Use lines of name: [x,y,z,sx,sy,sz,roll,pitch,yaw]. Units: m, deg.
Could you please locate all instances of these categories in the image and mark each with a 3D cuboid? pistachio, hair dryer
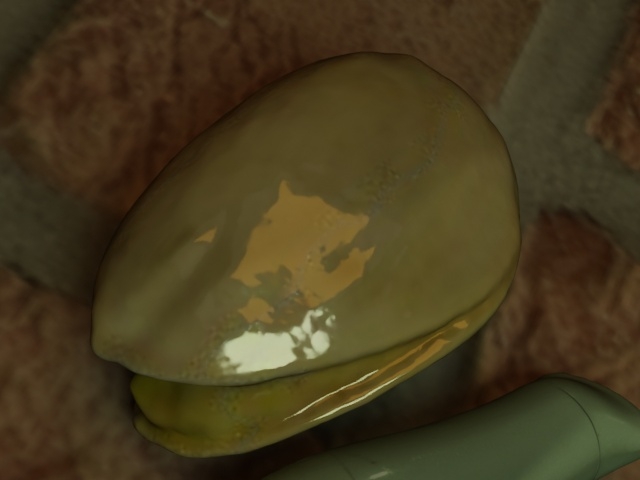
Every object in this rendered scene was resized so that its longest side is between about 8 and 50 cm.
pistachio: [0.000,0.000,0.583,0.145,0.117,0.200,15,38,36]
hair dryer: [0.100,0.124,0.513,0.206,0.075,0.237,-19,29,-36]
